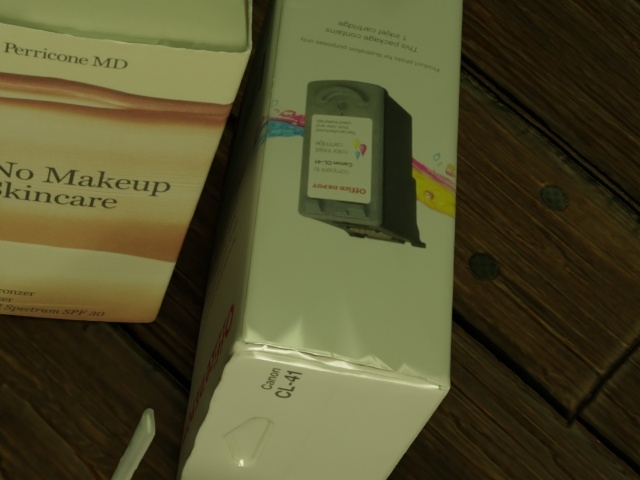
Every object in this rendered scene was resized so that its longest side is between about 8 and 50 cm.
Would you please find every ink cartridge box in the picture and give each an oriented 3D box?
[{"bbox_3d":[0.000,0.000,0.936,0.131,0.226,0.306,10,56,-9],"label":"ink cartridge box"}]

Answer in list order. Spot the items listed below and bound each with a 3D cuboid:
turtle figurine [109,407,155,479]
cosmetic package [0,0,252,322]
[{"bbox_3d":[-0.234,0.225,0.710,0.275,0.198,0.266,-13,75,22],"label":"turtle figurine"},{"bbox_3d":[-0.146,-0.077,0.895,0.153,0.296,0.129,5,55,-14],"label":"cosmetic package"}]
